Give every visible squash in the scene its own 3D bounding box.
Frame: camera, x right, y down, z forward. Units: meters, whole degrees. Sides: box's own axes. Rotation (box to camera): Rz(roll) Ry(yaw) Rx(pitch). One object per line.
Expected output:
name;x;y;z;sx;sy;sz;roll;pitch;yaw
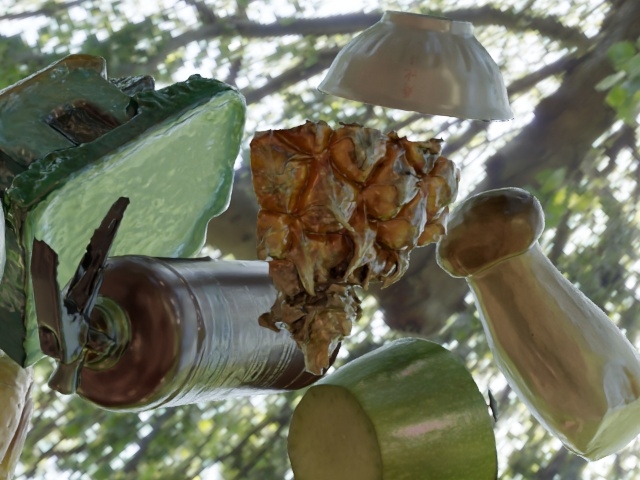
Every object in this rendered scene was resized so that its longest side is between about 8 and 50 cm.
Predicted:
squash;0.058;0.169;1.159;0.170;0.123;0.170;6;-81;48

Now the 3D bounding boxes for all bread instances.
bread;-0.345;0.205;1.279;0.120;0.236;0.198;22;-38;-5

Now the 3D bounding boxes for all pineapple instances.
pineapple;0.000;0.000;0.600;0.077;0.114;0.114;19;-85;46

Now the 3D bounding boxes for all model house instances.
model house;-0.255;-0.079;1.278;0.249;0.280;0.230;37;-41;21

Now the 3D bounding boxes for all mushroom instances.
mushroom;0.231;0.098;1.361;0.128;0.128;0.350;-15;-58;34

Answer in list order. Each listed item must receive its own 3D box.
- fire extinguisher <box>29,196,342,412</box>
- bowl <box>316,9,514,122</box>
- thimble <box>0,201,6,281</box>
fire extinguisher;-0.092;0.044;0.921;0.102;0.344;0.138;23;-83;24
bowl;0.096;-0.169;1.296;0.189;0.189;0.086;15;-76;25
thimble;-0.215;-0.023;0.508;0.185;0.211;0.149;11;-39;10
